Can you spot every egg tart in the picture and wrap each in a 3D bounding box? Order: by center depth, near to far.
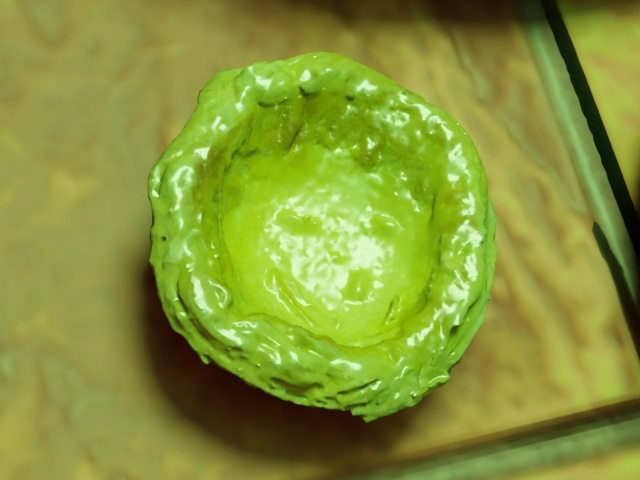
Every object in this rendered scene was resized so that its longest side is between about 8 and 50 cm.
[{"bbox_3d":[0.000,0.000,0.388,0.105,0.039,0.105,6,66,-14],"label":"egg tart"}]
